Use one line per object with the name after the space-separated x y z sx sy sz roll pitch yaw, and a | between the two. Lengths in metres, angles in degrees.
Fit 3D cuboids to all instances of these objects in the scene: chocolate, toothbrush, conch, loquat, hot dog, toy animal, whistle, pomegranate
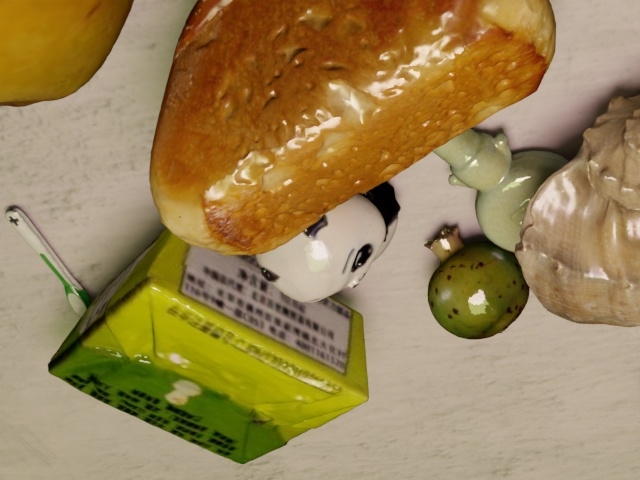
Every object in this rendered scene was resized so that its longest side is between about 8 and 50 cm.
-0.129 0.127 1.275 0.301 0.137 0.289 30 141 -21 | chocolate
-0.312 0.074 1.349 0.030 0.030 0.304 -16 127 18 | toothbrush
0.337 -0.001 1.095 0.263 0.186 0.324 -27 128 -4 | conch
-0.279 -0.248 0.913 0.276 0.276 0.283 5 120 1 | loquat
0.003 -0.167 0.988 0.405 0.223 0.185 -32 159 16 | hot dog
0.000 0.000 1.168 0.138 0.179 0.166 36 118 -5 | toy animal
0.199 -0.066 1.157 0.258 0.067 0.126 36 122 -20 | whistle
0.183 0.052 1.230 0.130 0.130 0.130 3 130 3 | pomegranate
